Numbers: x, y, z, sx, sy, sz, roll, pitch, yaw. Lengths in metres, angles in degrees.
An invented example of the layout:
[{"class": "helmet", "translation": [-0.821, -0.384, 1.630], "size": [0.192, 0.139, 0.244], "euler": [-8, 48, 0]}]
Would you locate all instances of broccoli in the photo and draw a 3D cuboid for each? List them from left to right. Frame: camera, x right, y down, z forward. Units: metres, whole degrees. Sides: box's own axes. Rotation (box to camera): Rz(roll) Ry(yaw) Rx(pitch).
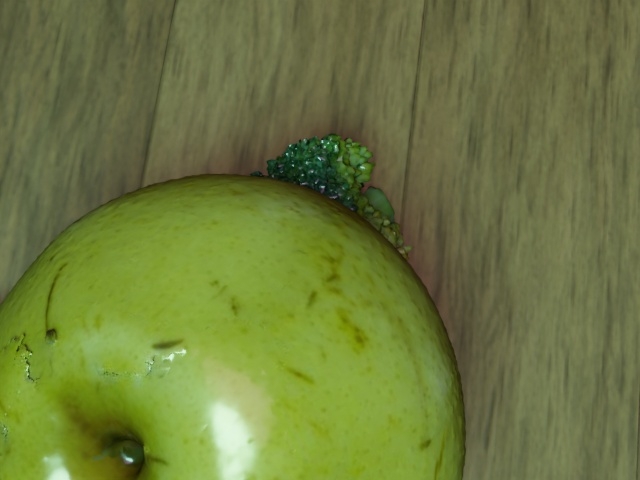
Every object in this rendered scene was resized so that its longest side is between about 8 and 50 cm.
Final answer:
[{"class": "broccoli", "translation": [0.000, 0.000, 0.901], "size": [0.194, 0.219, 0.194], "euler": [7, 33, -5]}]

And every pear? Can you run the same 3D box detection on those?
[{"class": "pear", "translation": [-0.070, 0.123, 0.688], "size": [0.349, 0.348, 0.348], "euler": [2, 74, -8]}]
